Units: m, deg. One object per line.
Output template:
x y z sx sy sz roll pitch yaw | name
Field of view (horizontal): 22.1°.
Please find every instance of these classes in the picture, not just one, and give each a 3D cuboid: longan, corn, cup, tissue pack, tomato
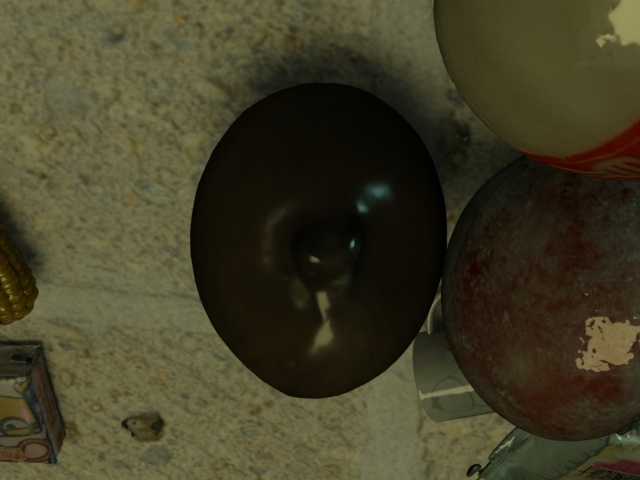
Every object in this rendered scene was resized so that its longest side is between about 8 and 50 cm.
0.000 0.000 1.525 0.243 0.300 0.300 -12 131 -6 | longan
-0.397 -0.028 1.695 0.102 0.102 0.313 -13 128 22 | corn
0.165 0.121 1.712 0.133 0.099 0.136 -11 129 22 | cup
-0.370 0.192 1.908 0.115 0.065 0.155 1 131 11 | tissue pack
0.265 0.042 1.476 0.317 0.317 0.282 -39 76 36 | tomato

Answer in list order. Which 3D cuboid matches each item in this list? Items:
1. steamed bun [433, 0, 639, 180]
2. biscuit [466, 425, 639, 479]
0.277 -0.174 1.236 0.374 0.374 0.241 -28 82 31 | steamed bun
0.325 0.228 1.744 0.309 0.079 0.186 15 137 -34 | biscuit
